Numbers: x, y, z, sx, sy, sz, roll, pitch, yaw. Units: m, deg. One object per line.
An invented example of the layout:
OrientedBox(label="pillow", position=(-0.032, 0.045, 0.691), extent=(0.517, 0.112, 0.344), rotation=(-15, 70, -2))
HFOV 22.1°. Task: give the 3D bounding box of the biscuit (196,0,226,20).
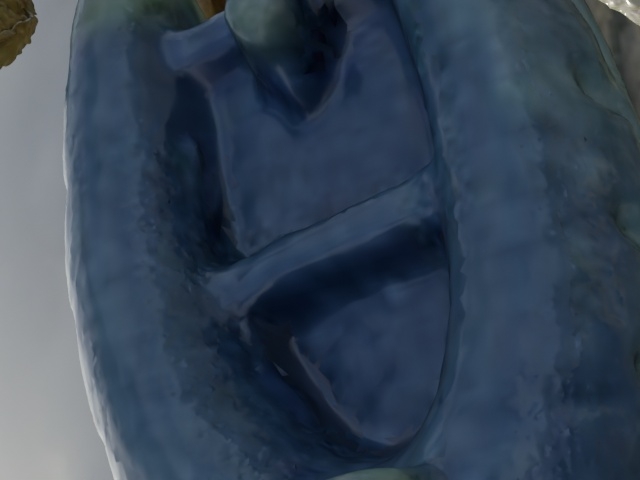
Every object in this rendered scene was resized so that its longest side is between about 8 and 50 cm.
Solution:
OrientedBox(label="biscuit", position=(-0.062, -0.162, 0.848), extent=(0.184, 0.035, 0.248), rotation=(-66, -41, -60))

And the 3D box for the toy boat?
OrientedBox(label="toy boat", position=(0.000, 0.000, 0.539), extent=(0.123, 0.215, 0.330), rotation=(31, -137, -58))

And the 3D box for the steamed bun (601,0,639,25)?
OrientedBox(label="steamed bun", position=(0.277, -0.270, 1.116), extent=(0.320, 0.275, 0.206), rotation=(100, -165, -69))

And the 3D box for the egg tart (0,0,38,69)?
OrientedBox(label="egg tart", position=(-0.329, -0.184, 1.065), extent=(0.295, 0.295, 0.116), rotation=(-102, 22, -62))
